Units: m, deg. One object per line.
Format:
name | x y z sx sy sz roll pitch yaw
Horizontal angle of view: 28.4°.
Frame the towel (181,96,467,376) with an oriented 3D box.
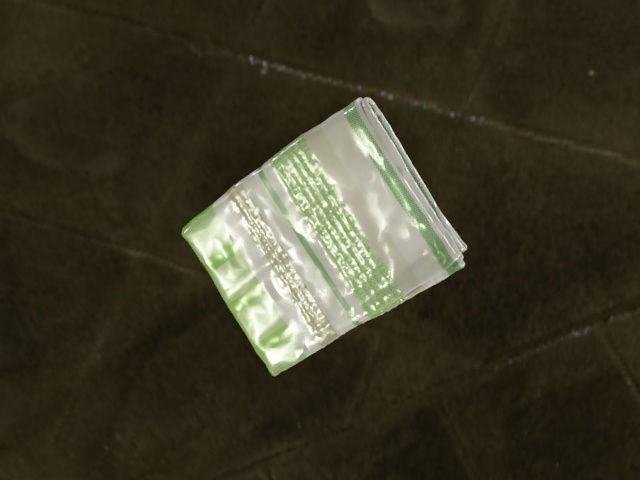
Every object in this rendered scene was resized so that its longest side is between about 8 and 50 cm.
towel | 0.000 0.000 0.742 0.152 0.023 0.113 -33 86 29
